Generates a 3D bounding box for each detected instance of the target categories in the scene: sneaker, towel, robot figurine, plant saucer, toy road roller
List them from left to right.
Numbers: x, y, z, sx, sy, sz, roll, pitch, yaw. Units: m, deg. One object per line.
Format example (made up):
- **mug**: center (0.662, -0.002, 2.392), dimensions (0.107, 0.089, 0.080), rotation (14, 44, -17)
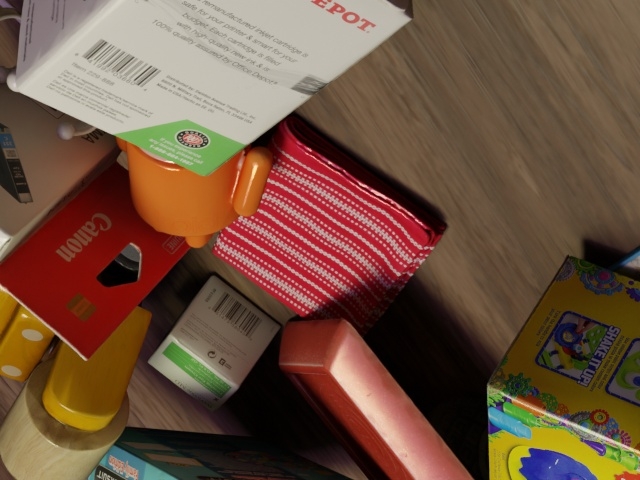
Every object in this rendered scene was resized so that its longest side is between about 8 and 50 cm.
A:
- **toy road roller**: center (-0.317, 0.089, 1.977), dimensions (0.240, 0.329, 0.202), rotation (21, 145, -13)
- **robot figurine**: center (-0.129, -0.092, 1.786), dimensions (0.219, 0.128, 0.158), rotation (91, 158, -49)
- **towel**: center (0.000, 0.000, 1.862), dimensions (0.199, 0.031, 0.275), rotation (36, 145, 2)
- **plant saucer**: center (0.056, 0.198, 1.912), dimensions (0.258, 0.048, 0.259), rotation (52, 167, -7)
- **sneaker**: center (0.224, 0.282, 1.933), dimensions (0.286, 0.109, 0.130), rotation (38, 154, 5)

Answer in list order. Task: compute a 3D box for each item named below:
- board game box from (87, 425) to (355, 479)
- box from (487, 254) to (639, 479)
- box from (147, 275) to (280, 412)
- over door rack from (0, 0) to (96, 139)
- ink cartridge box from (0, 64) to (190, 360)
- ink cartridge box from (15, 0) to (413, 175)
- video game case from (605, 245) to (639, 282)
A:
- **board game box**: center (-0.110, 0.283, 2.020), dimensions (0.254, 0.079, 0.336), rotation (8, -178, -29)
- **box**: center (0.319, 0.207, 1.679), dimensions (0.279, 0.177, 0.290), rotation (21, 146, 23)
- **box**: center (-0.121, 0.118, 2.034), dimensions (0.101, 0.102, 0.087), rotation (38, 146, -3)
- **over door rack**: center (-0.325, -0.262, 1.702), dimensions (0.239, 0.108, 0.324), rotation (41, 154, 28)
- **ink cartridge box**: center (-0.261, -0.046, 1.802), dimensions (0.261, 0.296, 0.066), rotation (37, 122, 0)
- **ink cartridge box**: center (-0.091, -0.201, 1.522), dimensions (0.211, 0.121, 0.289), rotation (26, 137, -33)
- **video game case**: center (0.347, 0.068, 1.658), dimensions (0.166, 0.015, 0.119), rotation (40, 144, -5)
